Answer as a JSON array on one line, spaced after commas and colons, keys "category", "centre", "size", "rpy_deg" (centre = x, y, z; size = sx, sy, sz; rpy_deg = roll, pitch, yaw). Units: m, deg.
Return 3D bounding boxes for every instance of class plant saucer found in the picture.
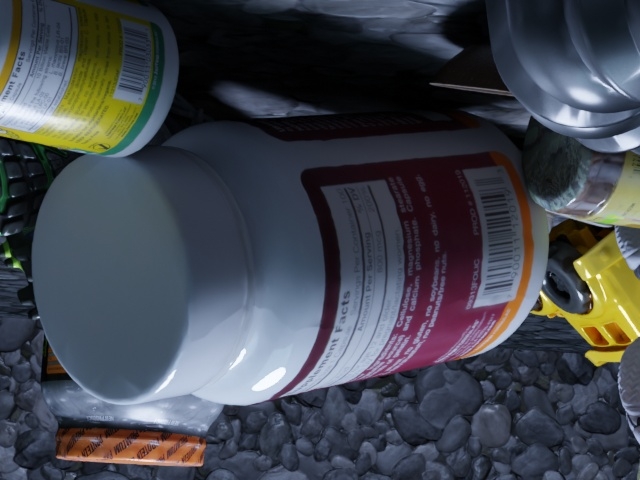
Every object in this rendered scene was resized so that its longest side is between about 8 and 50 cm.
[{"category": "plant saucer", "centre": [0.179, -0.117, 1.284], "size": [0.199, 0.036, 0.198], "rpy_deg": [8, -174, -1]}]

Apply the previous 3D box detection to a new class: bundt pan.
[{"category": "bundt pan", "centre": [0.251, -0.122, 1.053], "size": [0.331, 0.124, 0.331], "rpy_deg": [4, 172, 1]}]

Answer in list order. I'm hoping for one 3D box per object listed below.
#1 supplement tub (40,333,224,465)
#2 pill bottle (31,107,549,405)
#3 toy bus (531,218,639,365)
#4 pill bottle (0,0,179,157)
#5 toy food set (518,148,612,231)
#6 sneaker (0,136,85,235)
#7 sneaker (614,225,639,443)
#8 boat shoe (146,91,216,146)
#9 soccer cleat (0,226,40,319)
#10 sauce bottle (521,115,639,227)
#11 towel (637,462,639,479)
[{"category": "supplement tub", "centre": [-0.186, 0.071, 1.825], "size": [0.194, 0.316, 0.193], "rpy_deg": [3, 172, 0]}, {"category": "pill bottle", "centre": [-0.019, 0.011, 1.424], "size": [0.392, 0.224, 0.224], "rpy_deg": [-7, -179, -44]}, {"category": "toy bus", "centre": [0.311, 0.064, 1.840], "size": [0.149, 0.211, 0.220], "rpy_deg": [-37, -172, -20]}, {"category": "pill bottle", "centre": [-0.209, -0.128, 1.195], "size": [0.208, 0.117, 0.117], "rpy_deg": [11, 168, -43]}, {"category": "toy food set", "centre": [0.104, -0.037, 1.750], "size": [0.306, 0.092, 0.220], "rpy_deg": [-5, 168, 42]}, {"category": "sneaker", "centre": [-0.384, -0.081, 1.643], "size": [0.343, 0.134, 0.146], "rpy_deg": [-1, -163, -2]}, {"category": "sneaker", "centre": [0.374, 0.102, 1.601], "size": [0.137, 0.366, 0.210], "rpy_deg": [-28, 129, 29]}, {"category": "boat shoe", "centre": [-0.111, -0.077, 1.572], "size": [0.103, 0.118, 0.320], "rpy_deg": [-37, 161, 5]}, {"category": "soccer cleat", "centre": [-0.247, -0.011, 1.712], "size": [0.121, 0.093, 0.289], "rpy_deg": [-10, -149, -16]}, {"category": "sauce bottle", "centre": [0.339, -0.053, 1.498], "size": [0.344, 0.111, 0.111], "rpy_deg": [9, 170, -25]}, {"category": "towel", "centre": [0.472, 0.137, 1.776], "size": [0.090, 0.320, 0.374], "rpy_deg": [40, 128, -16]}]
